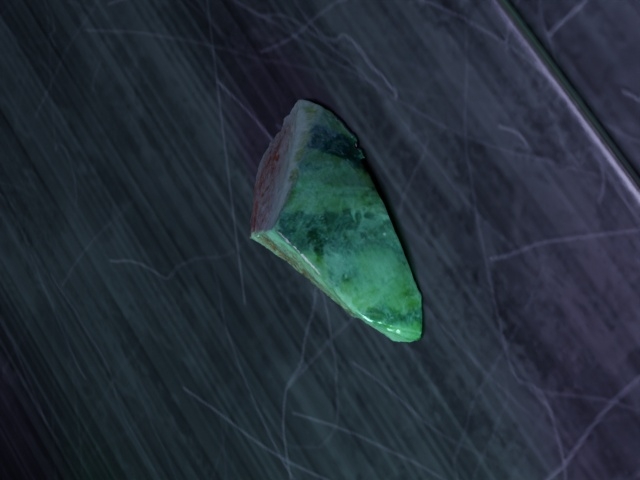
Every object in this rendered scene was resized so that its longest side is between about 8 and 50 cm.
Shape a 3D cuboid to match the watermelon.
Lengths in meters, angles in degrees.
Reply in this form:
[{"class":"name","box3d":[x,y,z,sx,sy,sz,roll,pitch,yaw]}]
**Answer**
[{"class":"watermelon","box3d":[0.003,-0.002,1.172,0.180,0.081,0.094,56,157,26]}]
